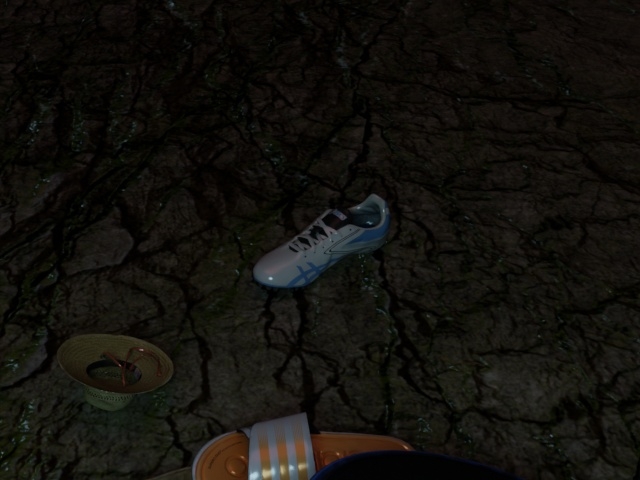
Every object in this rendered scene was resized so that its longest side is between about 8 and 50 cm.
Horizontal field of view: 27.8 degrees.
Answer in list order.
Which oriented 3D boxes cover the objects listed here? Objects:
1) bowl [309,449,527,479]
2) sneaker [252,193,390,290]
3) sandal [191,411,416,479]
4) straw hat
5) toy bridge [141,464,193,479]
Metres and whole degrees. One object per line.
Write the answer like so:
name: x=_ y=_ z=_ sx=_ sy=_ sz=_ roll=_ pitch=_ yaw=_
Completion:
bowl: x=0.146 y=0.318 z=1.192 sx=0.391 sy=0.077 sz=0.391 roll=15 pitch=18 yaw=-5
sneaker: x=0.000 y=0.000 z=1.817 sx=0.237 sy=0.086 sz=0.085 roll=-26 pitch=42 yaw=-32
sandal: x=-0.008 y=0.231 z=1.409 sx=0.265 sy=0.076 sz=0.102 roll=-1 pitch=52 yaw=-19
straw hat: x=-0.253 y=0.173 z=1.572 sx=0.144 sy=0.061 sz=0.144 roll=14 pitch=24 yaw=-6
toy bridge: x=-0.130 y=0.267 z=1.433 sx=0.188 sy=0.026 sz=0.063 roll=-4 pitch=8 yaw=-20
